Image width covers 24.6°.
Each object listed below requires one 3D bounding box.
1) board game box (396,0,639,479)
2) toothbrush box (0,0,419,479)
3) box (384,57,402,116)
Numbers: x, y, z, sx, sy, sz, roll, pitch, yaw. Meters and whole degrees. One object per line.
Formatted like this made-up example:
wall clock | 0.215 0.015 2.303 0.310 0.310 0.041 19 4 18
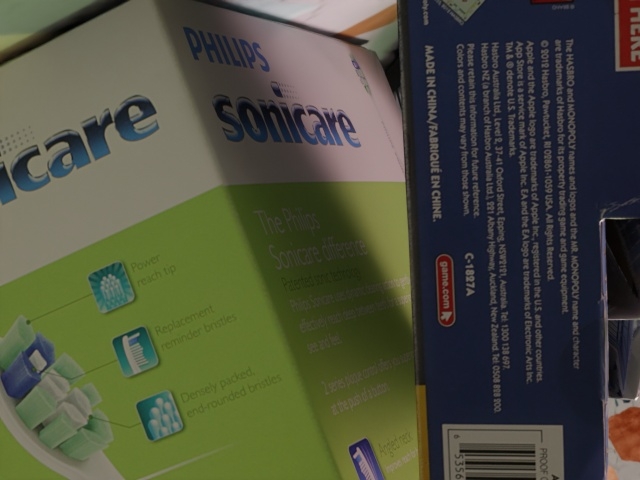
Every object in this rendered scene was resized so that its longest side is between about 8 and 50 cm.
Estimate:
board game box | 0.061 -0.028 0.407 0.060 0.194 0.194 -1 -168 10
toothbrush box | -0.009 0.078 0.487 0.122 0.283 0.206 -22 175 19
box | 0.159 -0.085 0.700 0.293 0.073 0.295 -20 176 -15
